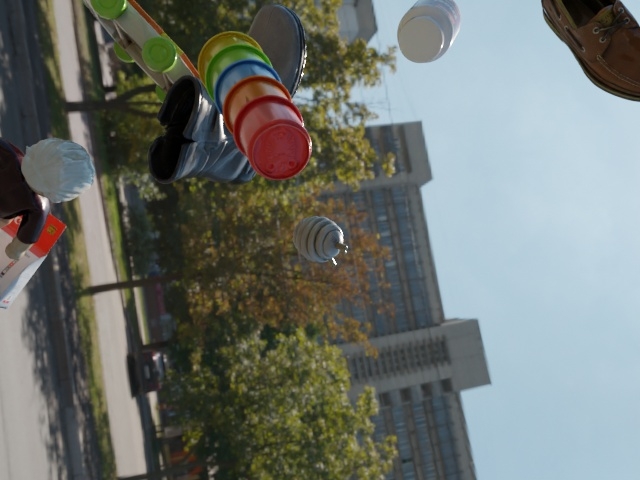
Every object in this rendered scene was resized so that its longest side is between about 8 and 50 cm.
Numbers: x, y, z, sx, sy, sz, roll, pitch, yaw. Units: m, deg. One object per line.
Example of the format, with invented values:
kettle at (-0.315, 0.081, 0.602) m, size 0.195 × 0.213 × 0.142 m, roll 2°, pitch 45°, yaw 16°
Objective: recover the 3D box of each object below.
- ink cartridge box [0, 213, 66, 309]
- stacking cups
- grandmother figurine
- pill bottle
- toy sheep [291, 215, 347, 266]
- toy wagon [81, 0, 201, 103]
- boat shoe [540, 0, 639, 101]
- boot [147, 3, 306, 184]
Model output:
ink cartridge box at (-0.557, 0.009, 1.077) m, size 0.145 × 0.179 × 0.045 m, roll 32°, pitch -3°, yaw 16°
stacking cups at (-0.080, -0.168, 0.707) m, size 0.316 × 0.096 × 0.096 m, roll -120°, pitch -153°, yaw -58°
grandmother figurine at (-0.477, -0.076, 0.909) m, size 0.208 × 0.342 × 0.104 m, roll 64°, pitch 29°, yaw -27°
pill bottle at (0.166, -0.324, 0.941) m, size 0.152 × 0.086 × 0.086 m, roll -60°, pitch 157°, yaw -55°
toy sheep at (0.000, 0.000, 1.098) m, size 0.132 × 0.091 × 0.091 m, roll 12°, pitch -67°, yaw 40°
toy wagon at (-0.350, -0.380, 1.122) m, size 0.344 × 0.068 × 0.267 m, roll 47°, pitch -8°, yaw -7°
boat shoe at (0.498, -0.367, 1.086) m, size 0.307 × 0.110 × 0.104 m, roll 54°, pitch 7°, yaw 29°
boot at (-0.149, -0.245, 1.011) m, size 0.118 × 0.222 × 0.338 m, roll 23°, pitch -79°, yaw 24°
